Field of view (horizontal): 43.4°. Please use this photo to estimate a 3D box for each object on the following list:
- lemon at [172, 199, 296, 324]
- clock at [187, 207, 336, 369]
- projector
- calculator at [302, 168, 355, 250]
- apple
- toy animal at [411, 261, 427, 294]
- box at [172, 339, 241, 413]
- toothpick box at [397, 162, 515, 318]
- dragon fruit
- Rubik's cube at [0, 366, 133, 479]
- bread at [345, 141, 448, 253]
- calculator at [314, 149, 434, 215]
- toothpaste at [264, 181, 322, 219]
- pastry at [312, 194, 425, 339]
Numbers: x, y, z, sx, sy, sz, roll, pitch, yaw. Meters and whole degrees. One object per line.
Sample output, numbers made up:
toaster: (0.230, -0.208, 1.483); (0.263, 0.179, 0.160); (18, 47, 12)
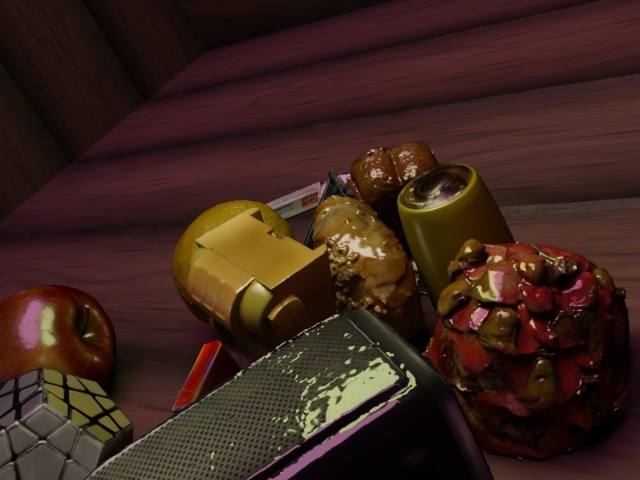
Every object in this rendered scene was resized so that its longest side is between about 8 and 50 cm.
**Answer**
lemon: (-0.175, 0.053, 1.665); (0.257, 0.258, 0.310); (-12, 19, 28)
clock: (-0.083, 0.136, 1.383); (0.200, 0.317, 0.244); (-36, 42, -22)
projector: (-0.009, 0.347, 0.867); (0.405, 0.395, 0.242); (-32, 27, -10)
calculator: (-0.001, 0.000, 1.660); (0.166, 0.028, 0.274); (-122, 49, -62)
apple: (-0.581, 0.251, 1.690); (0.316, 0.288, 0.288); (-35, 27, 9)
toy animal: (0.224, 0.039, 1.528); (0.085, 0.071, 0.124); (-7, 34, 36)
box: (-0.196, 0.279, 1.462); (0.048, 0.112, 0.175); (-14, 29, 24)
toothpick box: (0.236, 0.007, 1.355); (0.174, 0.271, 0.175); (-22, 28, 12)
dragon fruit: (0.275, 0.112, 1.152); (0.296, 0.263, 0.314); (-10, 33, 33)
Rubik's cube: (-0.477, 0.379, 1.379); (0.318, 0.319, 0.264); (-22, 55, 12)
bread: (0.170, -0.088, 1.615); (0.232, 0.247, 0.135); (-21, 38, 9)
calculator: (0.127, -0.092, 1.788); (0.294, 0.043, 0.194); (-17, 59, 11)
toothpaste: (-0.077, -0.089, 2.046); (0.196, 0.047, 0.040); (-22, 25, 12)
pastry: (0.067, 0.058, 1.440); (0.161, 0.255, 0.311); (-25, 22, -1)
